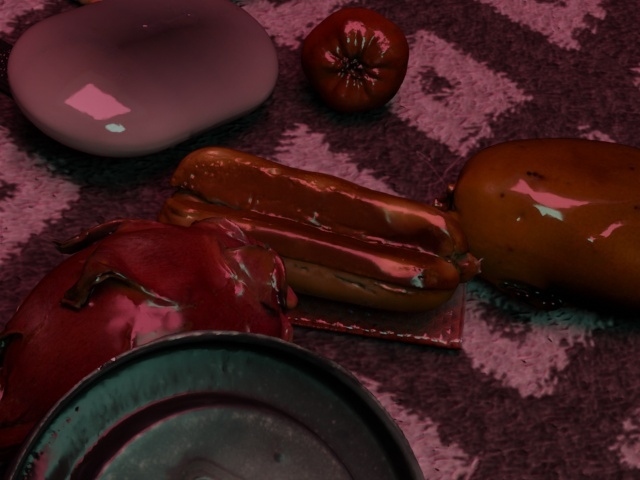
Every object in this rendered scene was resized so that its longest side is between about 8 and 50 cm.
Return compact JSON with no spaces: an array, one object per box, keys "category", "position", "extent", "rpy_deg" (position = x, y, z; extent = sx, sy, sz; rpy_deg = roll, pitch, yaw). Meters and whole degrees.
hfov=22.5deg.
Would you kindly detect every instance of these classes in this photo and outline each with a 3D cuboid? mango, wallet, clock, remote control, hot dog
[{"category":"mango","position":[0.265,-0.022,1.713],"extent":[0.287,0.153,0.201],"rpy_deg":[5,38,-9]},{"category":"wallet","position":[0.056,0.061,1.688],"extent":[0.196,0.020,0.103],"rpy_deg":[9,46,-1]},{"category":"clock","position":[-0.087,0.266,1.316],"extent":[0.386,0.076,0.386],"rpy_deg":[4,80,-22]},{"category":"remote control","position":[-0.194,-0.195,1.802],"extent":[0.332,0.103,0.221],"rpy_deg":[-27,61,-37]},{"category":"hot dog","position":[0.000,0.000,1.655],"extent":[0.337,0.100,0.135],"rpy_deg":[14,57,7]}]

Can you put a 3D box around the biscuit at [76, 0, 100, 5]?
[{"category":"biscuit","position":[-0.254,-0.380,2.015],"extent":[0.160,0.030,0.250],"rpy_deg":[31,51,17]}]

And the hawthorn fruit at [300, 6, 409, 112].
[{"category":"hawthorn fruit","position":[0.043,-0.217,1.865],"extent":[0.125,0.125,0.140],"rpy_deg":[19,50,7]}]

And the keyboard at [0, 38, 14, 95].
[{"category":"keyboard","position":[-0.310,-0.171,1.833],"extent":[0.202,0.011,0.067],"rpy_deg":[30,51,16]}]

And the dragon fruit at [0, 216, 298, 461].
[{"category":"dragon fruit","position":[-0.165,0.101,1.472],"extent":[0.315,0.250,0.250],"rpy_deg":[-2,49,-21]}]
